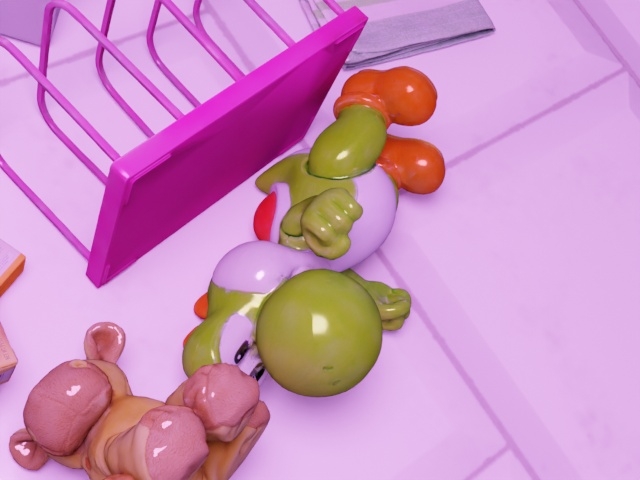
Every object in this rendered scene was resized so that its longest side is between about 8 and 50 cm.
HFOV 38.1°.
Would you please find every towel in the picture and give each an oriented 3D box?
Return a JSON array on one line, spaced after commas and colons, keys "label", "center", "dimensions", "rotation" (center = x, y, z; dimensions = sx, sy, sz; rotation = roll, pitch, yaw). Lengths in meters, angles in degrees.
[{"label": "towel", "center": [0.048, -0.368, 1.137], "dimensions": [0.248, 0.038, 0.325], "rotation": [-20, 75, -30]}]

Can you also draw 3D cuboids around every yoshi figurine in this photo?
[{"label": "yoshi figurine", "center": [0.025, 0.012, 0.859], "dimensions": [0.203, 0.203, 0.362], "rotation": [39, 60, -9]}]

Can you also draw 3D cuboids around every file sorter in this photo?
[{"label": "file sorter", "center": [-0.141, -0.141, 0.857], "dimensions": [0.182, 0.202, 0.291], "rotation": [46, 58, 7]}]

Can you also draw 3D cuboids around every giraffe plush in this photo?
[{"label": "giraffe plush", "center": [-0.158, 0.151, 0.732], "dimensions": [0.170, 0.210, 0.181], "rotation": [36, 55, 16]}]

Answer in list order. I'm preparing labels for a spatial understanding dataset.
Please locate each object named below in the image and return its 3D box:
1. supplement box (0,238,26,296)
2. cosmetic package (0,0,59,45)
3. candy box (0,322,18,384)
[{"label": "supplement box", "center": [-0.315, 0.014, 0.803], "dimensions": [0.098, 0.036, 0.062], "rotation": [36, 58, -3]}, {"label": "cosmetic package", "center": [-0.384, -0.440, 0.821], "dimensions": [0.394, 0.327, 0.329], "rotation": [15, 62, -15]}, {"label": "candy box", "center": [-0.339, 0.083, 0.696], "dimensions": [0.187, 0.053, 0.109], "rotation": [-19, 73, -34]}]
